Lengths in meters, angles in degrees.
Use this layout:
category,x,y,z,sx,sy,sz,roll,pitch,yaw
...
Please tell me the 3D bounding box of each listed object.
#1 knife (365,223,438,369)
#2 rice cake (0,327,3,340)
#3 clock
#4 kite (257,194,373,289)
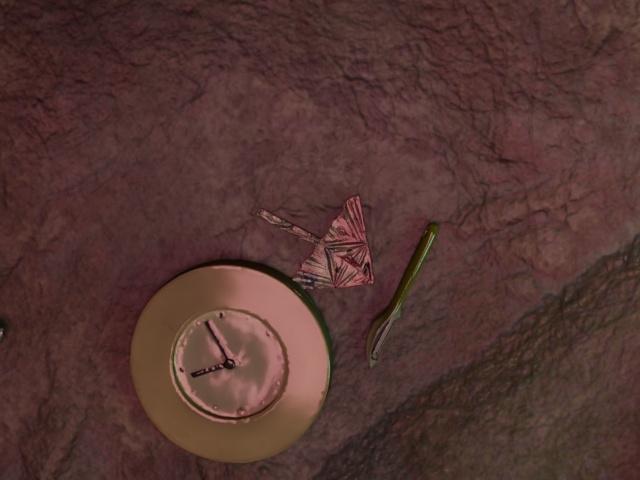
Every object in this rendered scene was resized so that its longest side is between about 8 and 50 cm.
category,x,y,z,sx,sy,sz,roll,pitch,yaw
knife,0.087,0.062,1.745,0.026,0.022,0.184,20,104,-24
rice cake,-0.435,0.172,1.819,0.033,0.033,0.207,40,102,0
clock,-0.102,0.138,1.778,0.235,0.029,0.235,2,102,8
kite,0.000,0.000,1.751,0.152,0.005,0.137,37,103,-1
